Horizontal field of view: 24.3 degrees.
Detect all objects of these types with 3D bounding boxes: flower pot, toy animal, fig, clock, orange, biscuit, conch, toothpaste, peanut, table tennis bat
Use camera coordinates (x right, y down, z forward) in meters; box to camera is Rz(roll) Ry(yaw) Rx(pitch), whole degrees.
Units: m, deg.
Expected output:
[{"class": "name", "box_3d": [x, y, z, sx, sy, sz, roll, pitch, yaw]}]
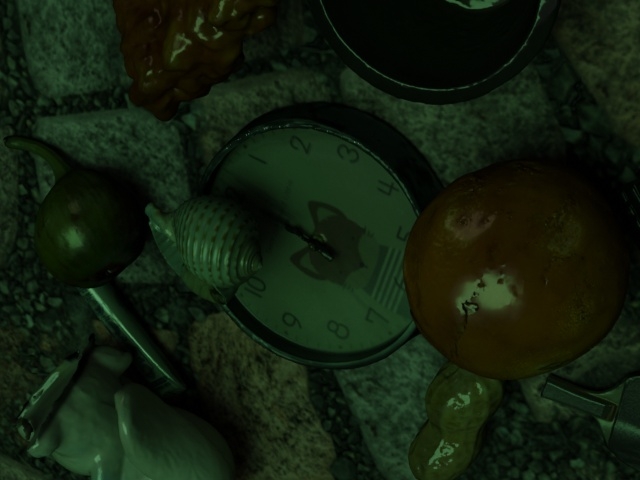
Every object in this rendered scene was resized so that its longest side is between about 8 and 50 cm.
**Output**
[{"class": "flower pot", "box_3d": [0.131, -0.284, 1.508, 0.269, 0.166, 0.269, 8, 113, 20]}, {"class": "toy animal", "box_3d": [-0.246, 0.250, 1.901, 0.289, 0.174, 0.249, 40, 173, -34]}, {"class": "fig", "box_3d": [-0.318, -0.055, 1.873, 0.149, 0.149, 0.245, -50, 62, 33]}, {"class": "clock", "box_3d": [0.000, 0.000, 1.750, 0.325, 0.067, 0.325, 10, 116, 22]}, {"class": "orange", "box_3d": [0.205, 0.032, 1.563, 0.240, 0.240, 0.240, 10, 115, 22]}, {"class": "biscuit", "box_3d": [-0.130, -0.325, 1.573, 0.318, 0.111, 0.312, -38, 56, 43]}, {"class": "conch", "box_3d": [-0.124, 0.006, 1.714, 0.153, 0.102, 0.135, 42, 144, 44]}, {"class": "toothpaste", "box_3d": [-0.259, 0.109, 1.941, 0.239, 0.039, 0.062, 54, 137, -5]}, {"class": "peanut", "box_3d": [0.157, 0.210, 1.747, 0.089, 0.089, 0.192, 23, 117, 16]}, {"class": "table tennis bat", "box_3d": [0.357, 0.201, 1.687, 0.220, 0.019, 0.130, 19, 117, 16]}]

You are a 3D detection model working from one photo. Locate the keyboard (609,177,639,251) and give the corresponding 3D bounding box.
[{"class": "keyboard", "box_3d": [0.424, 0.062, 1.595, 0.101, 0.018, 0.309, -25, 98, 33]}]
